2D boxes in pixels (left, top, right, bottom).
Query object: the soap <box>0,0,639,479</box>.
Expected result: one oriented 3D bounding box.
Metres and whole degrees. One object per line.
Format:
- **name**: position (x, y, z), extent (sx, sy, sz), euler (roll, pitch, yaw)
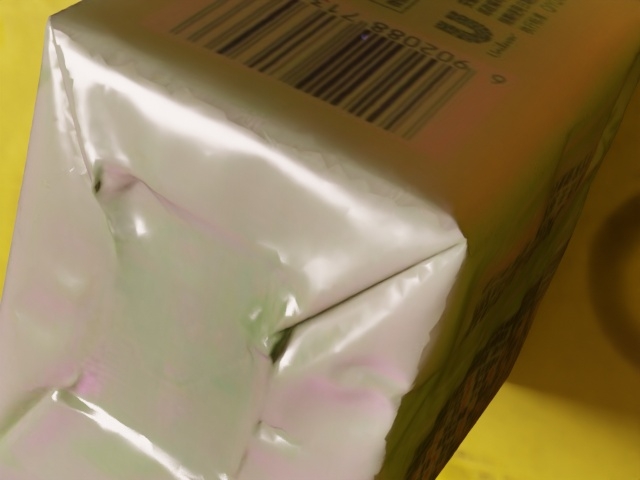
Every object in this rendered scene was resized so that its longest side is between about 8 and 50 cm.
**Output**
- **soap**: position (0.000, 0.000, 0.485), extent (0.138, 0.199, 0.182), euler (26, 125, 14)
